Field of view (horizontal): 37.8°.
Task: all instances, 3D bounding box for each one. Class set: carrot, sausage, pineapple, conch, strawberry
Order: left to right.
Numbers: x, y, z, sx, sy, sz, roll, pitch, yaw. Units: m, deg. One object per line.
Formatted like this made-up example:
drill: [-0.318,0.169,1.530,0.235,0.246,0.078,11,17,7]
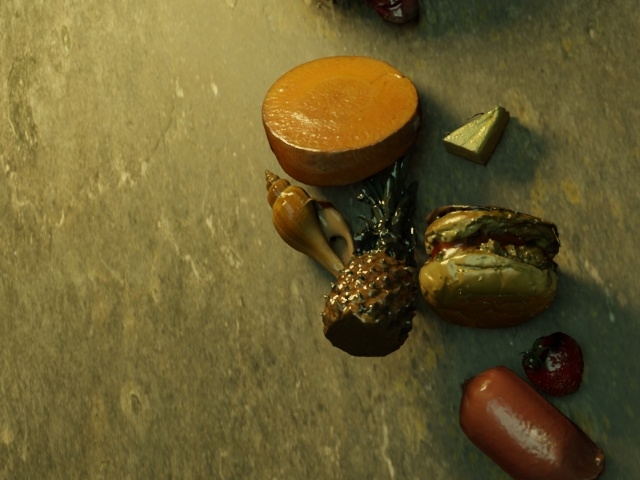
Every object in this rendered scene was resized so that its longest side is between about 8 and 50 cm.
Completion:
conch: [-0.002,0.001,1.714,0.109,0.093,0.330,-36,89,-26]
carrot: [0.040,-0.219,1.691,0.307,0.100,0.258,11,61,28]
pineapple: [0.107,0.023,1.597,0.165,0.165,0.364,-2,49,22]
sausage: [0.324,0.307,1.486,0.148,0.148,0.254,-48,69,7]
strawberry: [0.384,0.202,1.513,0.106,0.106,0.106,-4,78,21]

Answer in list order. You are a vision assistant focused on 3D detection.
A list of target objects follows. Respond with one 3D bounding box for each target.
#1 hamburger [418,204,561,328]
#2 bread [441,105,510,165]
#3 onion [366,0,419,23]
hamburger: [0.272,0.046,1.511,0.244,0.244,0.163,5,72,23]
bread: [0.273,-0.198,1.638,0.080,0.084,0.109,27,91,22]
onion: [0.059,-0.581,1.711,0.398,0.398,0.420,-43,110,9]
